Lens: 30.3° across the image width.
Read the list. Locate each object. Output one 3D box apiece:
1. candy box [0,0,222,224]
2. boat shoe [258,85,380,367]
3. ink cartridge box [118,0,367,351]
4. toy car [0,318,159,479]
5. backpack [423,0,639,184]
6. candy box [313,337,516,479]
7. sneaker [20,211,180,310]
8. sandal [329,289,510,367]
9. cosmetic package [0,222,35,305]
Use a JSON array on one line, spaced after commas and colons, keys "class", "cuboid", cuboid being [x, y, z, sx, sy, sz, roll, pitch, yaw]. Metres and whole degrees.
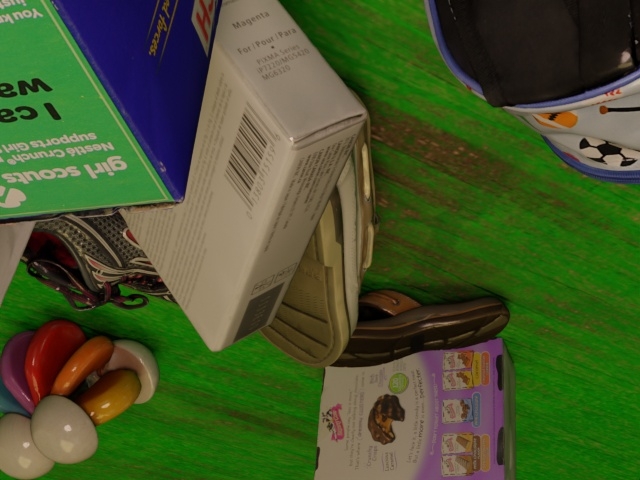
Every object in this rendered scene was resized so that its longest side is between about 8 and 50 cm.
[{"class": "candy box", "cuboid": [-0.140, -0.202, 0.500, 0.122, 0.268, 0.317, -4, 147, 16]}, {"class": "boat shoe", "cuboid": [0.000, 0.000, 0.948, 0.113, 0.103, 0.302, 30, 152, 14]}, {"class": "ink cartridge box", "cuboid": [-0.093, -0.084, 0.795, 0.060, 0.239, 0.275, -26, 160, -28]}, {"class": "toy car", "cuboid": [-0.273, 0.151, 1.228, 0.182, 0.159, 0.136, -25, 103, 39]}, {"class": "backpack", "cuboid": [0.160, -0.159, 0.539, 0.213, 0.263, 0.276, 29, 140, -35]}, {"class": "candy box", "cuboid": [0.098, 0.194, 1.206, 0.196, 0.165, 0.070, -7, 145, 18]}, {"class": "sneaker", "cuboid": [-0.170, 0.014, 1.000, 0.299, 0.112, 0.120, 28, 141, -34]}, {"class": "sandal", "cuboid": [0.070, 0.074, 1.128, 0.219, 0.060, 0.090, -11, 154, -3]}, {"class": "cosmetic package", "cuboid": [-0.378, -0.097, 0.586, 0.393, 0.329, 0.327, -4, 133, 14]}]
